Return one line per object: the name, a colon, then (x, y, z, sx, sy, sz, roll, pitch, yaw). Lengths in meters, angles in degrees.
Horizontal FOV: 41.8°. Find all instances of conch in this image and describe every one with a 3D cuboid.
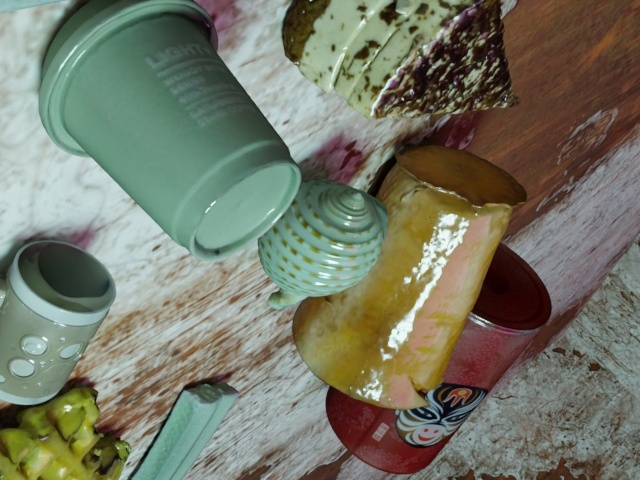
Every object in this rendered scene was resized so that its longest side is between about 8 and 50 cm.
conch: (-0.002, -0.006, 0.777, 0.153, 0.102, 0.135, -21, -167, 45)

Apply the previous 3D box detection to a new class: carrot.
carrot: (0.097, 0.033, 0.924, 0.196, 0.196, 0.254, -19, 140, -48)

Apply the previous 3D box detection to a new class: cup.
cup: (-0.204, 0.061, 0.574, 0.102, 0.074, 0.099, -9, 139, -55)
cup: (-0.081, -0.065, 0.484, 0.120, 0.141, 0.120, -39, 159, -18)

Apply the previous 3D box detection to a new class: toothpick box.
toothpick box: (0.163, 0.166, 1.233, 0.204, 0.204, 0.333, -19, 146, -48)

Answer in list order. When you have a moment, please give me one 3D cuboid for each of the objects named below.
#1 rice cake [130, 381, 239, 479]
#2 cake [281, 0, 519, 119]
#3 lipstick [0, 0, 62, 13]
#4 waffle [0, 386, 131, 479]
rice cake: (-0.172, 0.252, 1.009, 0.080, 0.042, 0.221, -9, 138, -53)
cake: (0.069, -0.138, 0.663, 0.135, 0.112, 0.246, -44, 161, 5)
lipstick: (-0.129, -0.143, 0.346, 0.290, 0.077, 0.076, -25, 151, -37)
waffle: (-0.272, 0.246, 0.776, 0.291, 0.051, 0.291, -45, 157, -25)
